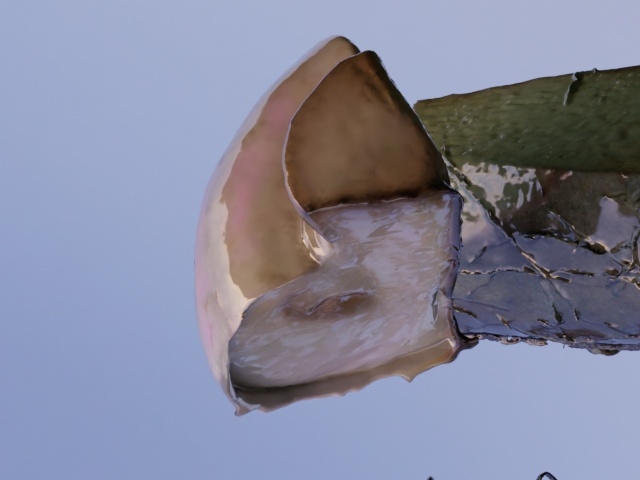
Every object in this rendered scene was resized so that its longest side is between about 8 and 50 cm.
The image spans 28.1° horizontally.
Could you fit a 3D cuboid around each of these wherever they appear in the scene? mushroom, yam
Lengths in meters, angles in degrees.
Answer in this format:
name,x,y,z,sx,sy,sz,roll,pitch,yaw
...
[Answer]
name,x,y,z,sx,sy,sz,roll,pitch,yaw
mushroom,-0.020,-0.014,0.744,0.162,0.236,0.173,-28,-117,-8
yam,0.166,-0.013,0.936,0.271,0.201,0.202,3,-140,32

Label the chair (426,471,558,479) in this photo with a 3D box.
name,x,y,z,sx,sy,sz,roll,pitch,yaw
chair,0.172,0.356,1.252,0.145,0.140,0.221,47,-133,-38
